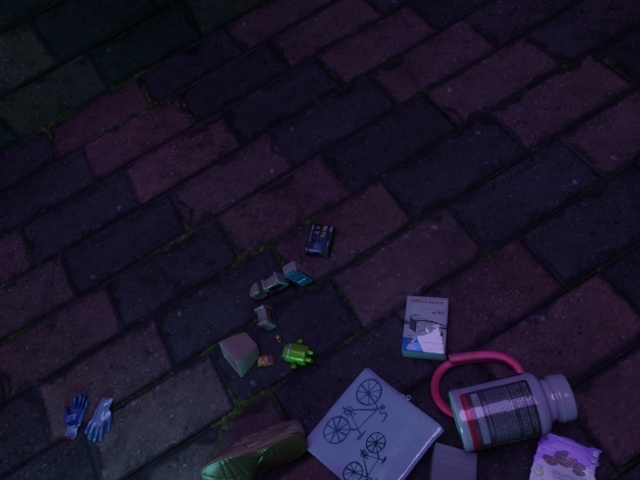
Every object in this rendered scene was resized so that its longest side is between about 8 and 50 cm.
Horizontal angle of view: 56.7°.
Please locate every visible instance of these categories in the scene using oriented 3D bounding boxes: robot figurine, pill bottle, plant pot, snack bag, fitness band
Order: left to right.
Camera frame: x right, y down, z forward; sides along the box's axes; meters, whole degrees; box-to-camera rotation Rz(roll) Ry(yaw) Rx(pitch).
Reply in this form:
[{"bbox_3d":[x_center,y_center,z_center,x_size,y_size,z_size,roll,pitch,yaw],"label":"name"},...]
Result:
[{"bbox_3d":[-0.267,0.377,2.010,0.096,0.109,0.109,-34,58,-22],"label":"plant pot"},{"bbox_3d":[-0.076,0.378,1.977,0.115,0.067,0.101,9,76,19],"label":"robot figurine"},{"bbox_3d":[0.159,0.588,1.783,0.342,0.037,0.323,29,70,40],"label":"snack bag"},{"bbox_3d":[0.483,0.447,1.813,0.290,0.054,0.209,-8,62,11],"label":"fitness band"},{"bbox_3d":[0.534,0.470,1.657,0.318,0.176,0.176,-15,59,6],"label":"pill bottle"}]

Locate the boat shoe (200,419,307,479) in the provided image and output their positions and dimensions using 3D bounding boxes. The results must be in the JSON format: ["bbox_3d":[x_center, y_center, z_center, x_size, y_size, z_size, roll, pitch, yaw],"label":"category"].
[{"bbox_3d":[-0.205,0.659,1.837,0.341,0.122,0.110,-20,21,-1],"label":"boat shoe"}]

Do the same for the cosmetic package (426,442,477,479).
[{"bbox_3d":[0.352,0.687,1.613,0.127,0.107,0.238,14,40,10],"label":"cosmetic package"}]

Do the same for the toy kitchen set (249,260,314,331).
[{"bbox_3d":[-0.124,0.203,2.083,0.207,0.122,0.166,-31,56,19],"label":"toy kitchen set"}]

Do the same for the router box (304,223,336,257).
[{"bbox_3d":[0.000,0.000,2.191,0.092,0.038,0.122,6,63,16],"label":"router box"}]

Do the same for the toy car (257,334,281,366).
[{"bbox_3d":[-0.179,0.373,2.022,0.060,0.040,0.122,8,64,18],"label":"toy car"}]

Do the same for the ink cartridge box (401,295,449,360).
[{"bbox_3d":[0.342,0.283,1.921,0.139,0.082,0.191,2,63,15],"label":"ink cartridge box"}]

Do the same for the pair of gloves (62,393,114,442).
[{"bbox_3d":[-0.807,0.613,2.053,0.198,0.023,0.159,0,59,13],"label":"pair of gloves"}]

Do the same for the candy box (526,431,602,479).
[{"bbox_3d":[0.665,0.649,1.637,0.164,0.070,0.196,16,66,22],"label":"candy box"}]
